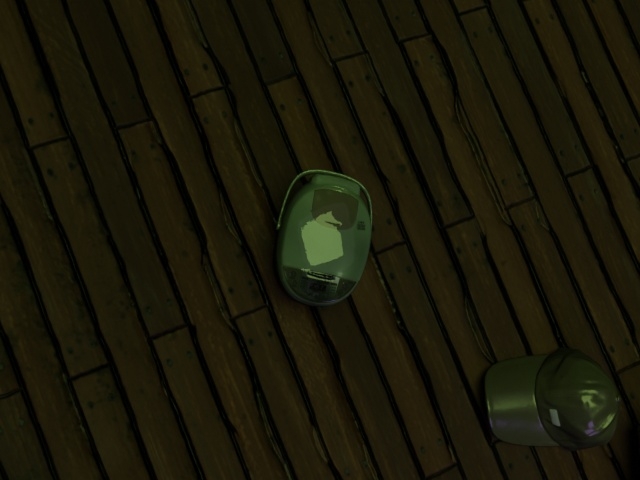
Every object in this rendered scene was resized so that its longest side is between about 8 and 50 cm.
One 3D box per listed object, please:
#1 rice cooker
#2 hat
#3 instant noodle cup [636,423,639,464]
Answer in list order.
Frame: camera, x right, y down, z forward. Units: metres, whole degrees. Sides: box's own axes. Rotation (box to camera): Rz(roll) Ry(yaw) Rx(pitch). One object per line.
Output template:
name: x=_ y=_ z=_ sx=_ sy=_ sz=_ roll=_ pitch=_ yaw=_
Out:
rice cooker: x=0.000 y=0.000 z=1.357 sx=0.145 sy=0.127 sz=0.206 roll=13 pitch=73 yaw=-12
hat: x=0.358 y=0.249 z=1.401 sx=0.173 sy=0.144 sz=0.166 roll=3 pitch=75 yaw=-37
instant noodle cup: x=0.583 y=0.384 z=1.404 sx=0.193 sy=0.193 sz=0.212 roll=-1 pitch=71 yaw=-14
